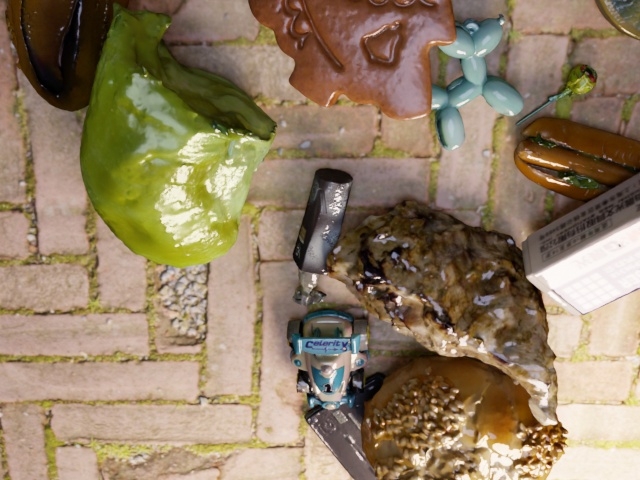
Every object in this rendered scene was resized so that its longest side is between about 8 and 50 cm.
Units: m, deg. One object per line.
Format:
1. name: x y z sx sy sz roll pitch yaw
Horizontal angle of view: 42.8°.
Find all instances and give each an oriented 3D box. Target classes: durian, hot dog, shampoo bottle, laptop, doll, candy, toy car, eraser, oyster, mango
1. durian: -0.186 -0.104 1.048 0.256 0.204 0.339 9 119 -30
2. hot dog: 0.380 -0.094 1.097 0.250 0.068 0.100 15 113 -4
3. shampoo bottle: 0.000 0.001 1.169 0.064 0.057 0.207 9 116 -11
4. laptop: 0.092 0.323 1.322 0.154 0.026 0.207 -31 108 16
5. doll: 0.189 -0.215 1.060 0.159 0.059 0.158 -36 108 19
6. candy: 0.310 -0.190 1.084 0.123 0.035 0.035 -34 120 27
7. toy car: 0.009 0.191 1.224 0.126 0.098 0.161 1 105 5
8. eraser: 0.415 -0.008 1.075 0.124 0.081 0.279 35 130 -27
9. oyster: 0.210 0.075 1.138 0.396 0.111 0.204 33 92 -2
10. mango: -0.311 -0.282 1.018 0.156 0.151 0.248 -18 130 -34

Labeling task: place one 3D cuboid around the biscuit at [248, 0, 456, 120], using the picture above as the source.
1. biscuit: 0.064 -0.307 1.005 0.284 0.043 0.306 35 106 6

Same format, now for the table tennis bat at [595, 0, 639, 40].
1. table tennis bat: 0.495 -0.339 0.998 0.321 0.050 0.198 3 117 5

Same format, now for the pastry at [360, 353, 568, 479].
1. pastry: 0.216 0.310 1.224 0.311 0.162 0.255 16 102 -9
